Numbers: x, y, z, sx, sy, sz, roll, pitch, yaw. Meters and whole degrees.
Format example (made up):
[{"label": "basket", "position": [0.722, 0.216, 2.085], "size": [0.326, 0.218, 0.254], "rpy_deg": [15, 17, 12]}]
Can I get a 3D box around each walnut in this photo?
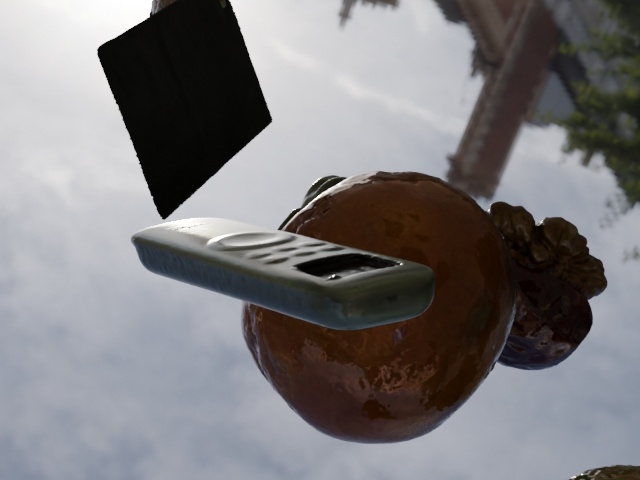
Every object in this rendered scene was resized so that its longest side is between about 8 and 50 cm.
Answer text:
[{"label": "walnut", "position": [0.275, 0.054, 2.039], "size": [0.269, 0.244, 0.222], "rpy_deg": [28, -138, -17]}]

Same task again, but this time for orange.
[{"label": "orange", "position": [0.060, 0.063, 1.289], "size": [0.261, 0.261, 0.261], "rpy_deg": [11, -141, -9]}]

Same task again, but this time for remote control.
[{"label": "remote control", "position": [-0.036, 0.019, 0.955], "size": [0.090, 0.038, 0.309], "rpy_deg": [-9, -169, -30]}]

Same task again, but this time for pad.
[{"label": "pad", "position": [-0.085, -0.101, 0.920], "size": [0.004, 0.116, 0.193], "rpy_deg": [-12, -160, 25]}]

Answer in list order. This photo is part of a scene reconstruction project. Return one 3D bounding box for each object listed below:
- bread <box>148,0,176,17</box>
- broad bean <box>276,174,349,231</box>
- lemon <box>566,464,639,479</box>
[{"label": "bread", "position": [-0.153, -0.272, 1.524], "size": [0.054, 0.154, 0.136], "rpy_deg": [7, -170, -18]}, {"label": "broad bean", "position": [0.001, 0.000, 2.114], "size": [0.153, 0.207, 0.072], "rpy_deg": [27, 178, -30]}, {"label": "lemon", "position": [0.292, 0.291, 1.257], "size": [0.193, 0.180, 0.180], "rpy_deg": [-11, -144, 15]}]
